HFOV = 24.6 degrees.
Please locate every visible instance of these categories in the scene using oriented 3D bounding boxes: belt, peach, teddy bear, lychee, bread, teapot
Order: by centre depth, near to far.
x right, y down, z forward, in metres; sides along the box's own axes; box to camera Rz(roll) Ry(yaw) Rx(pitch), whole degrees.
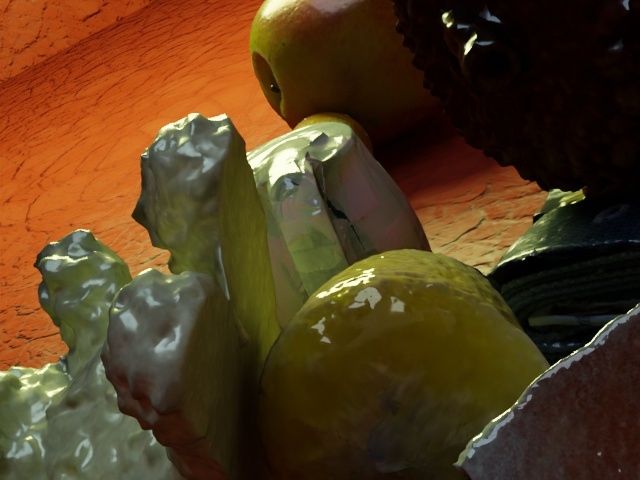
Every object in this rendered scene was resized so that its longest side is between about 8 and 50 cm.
[{"bbox_3d":[0.058,0.106,0.931,0.197,0.197,0.170,-18,11,13],"label":"bread"},{"bbox_3d":[-0.206,0.117,1.006,0.362,0.375,0.327,-2,51,11],"label":"teddy bear"},{"bbox_3d":[0.225,0.025,1.021,0.218,0.122,0.128,-7,24,39],"label":"belt"},{"bbox_3d":[0.199,-0.184,1.046,0.330,0.306,0.306,-29,20,-35],"label":"lychee"},{"bbox_3d":[-0.012,0.002,1.243,0.163,0.178,0.221,-12,25,28],"label":"teapot"},{"bbox_3d":[0.042,-0.207,1.622,0.231,0.231,0.231,-20,21,8],"label":"peach"}]

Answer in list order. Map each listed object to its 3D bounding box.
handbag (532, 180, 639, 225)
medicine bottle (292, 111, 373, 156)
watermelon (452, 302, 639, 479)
[{"bbox_3d":[0.335,-0.103,1.220,0.329,0.122,0.303,-15,23,25],"label":"handbag"},{"bbox_3d":[0.006,-0.056,1.477,0.096,0.096,0.192,-19,22,11],"label":"medicine bottle"},{"bbox_3d":[0.202,0.125,0.703,0.213,0.201,0.261,-34,26,-2],"label":"watermelon"}]
